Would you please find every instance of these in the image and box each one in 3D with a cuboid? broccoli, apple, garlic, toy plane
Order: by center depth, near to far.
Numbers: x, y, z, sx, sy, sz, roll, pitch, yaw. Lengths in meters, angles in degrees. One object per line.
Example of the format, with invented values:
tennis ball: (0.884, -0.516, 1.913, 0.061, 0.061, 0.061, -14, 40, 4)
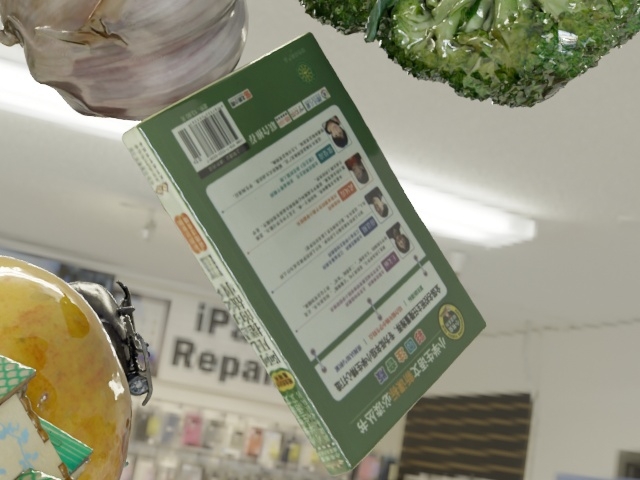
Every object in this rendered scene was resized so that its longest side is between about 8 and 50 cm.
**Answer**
garlic: (-0.170, -0.200, 0.858, 0.256, 0.207, 0.207, 14, -13, -32)
broccoli: (0.114, -0.246, 0.890, 0.321, 0.304, 0.283, 13, -39, 18)
apple: (-0.323, 0.168, 1.103, 0.299, 0.275, 0.299, 24, -43, 25)
toy plane: (-0.282, 0.172, 1.440, 0.155, 0.106, 0.382, -13, -44, -14)

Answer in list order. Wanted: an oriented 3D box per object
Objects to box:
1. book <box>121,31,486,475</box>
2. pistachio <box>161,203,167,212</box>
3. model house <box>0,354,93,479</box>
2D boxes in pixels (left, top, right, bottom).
book: (0.000, 0.000, 0.850, 0.027, 0.264, 0.202, -26, 8, 42)
pistachio: (-0.067, -0.083, 1.210, 0.200, 0.145, 0.117, -28, -24, 18)
model house: (-0.233, 0.167, 0.771, 0.271, 0.206, 0.178, -18, 17, 36)
